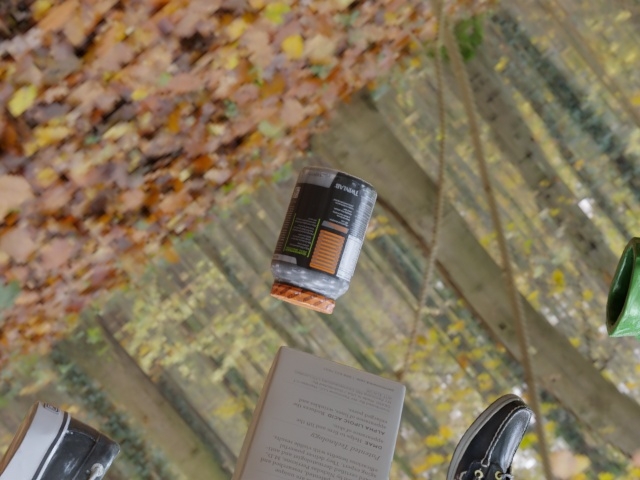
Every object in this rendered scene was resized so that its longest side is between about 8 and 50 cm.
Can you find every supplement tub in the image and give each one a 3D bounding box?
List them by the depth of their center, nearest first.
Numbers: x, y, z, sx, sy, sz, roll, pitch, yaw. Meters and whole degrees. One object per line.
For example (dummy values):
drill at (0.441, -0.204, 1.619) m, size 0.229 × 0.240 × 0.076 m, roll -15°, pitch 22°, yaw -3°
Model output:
supplement tub at (0.000, 0.000, 1.514) m, size 0.117 × 0.117 × 0.190 m, roll 161°, pitch -53°, yaw -79°

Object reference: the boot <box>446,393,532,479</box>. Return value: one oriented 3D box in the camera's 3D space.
boot at (0.222, 0.315, 1.236) m, size 0.178 × 0.085 × 0.236 m, roll 33°, pitch -82°, yaw 44°

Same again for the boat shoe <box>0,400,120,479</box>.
boat shoe at (-0.276, 0.296, 0.930) m, size 0.306 × 0.105 × 0.113 m, roll -64°, pitch -166°, yaw -20°

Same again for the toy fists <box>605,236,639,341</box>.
toy fists at (0.354, 0.013, 0.948) m, size 0.279 × 0.142 × 0.096 m, roll 96°, pitch 5°, yaw -45°

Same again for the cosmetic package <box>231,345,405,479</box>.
cosmetic package at (-0.035, 0.324, 1.107) m, size 0.385 × 0.156 × 0.217 m, roll -74°, pitch -178°, yaw -48°
